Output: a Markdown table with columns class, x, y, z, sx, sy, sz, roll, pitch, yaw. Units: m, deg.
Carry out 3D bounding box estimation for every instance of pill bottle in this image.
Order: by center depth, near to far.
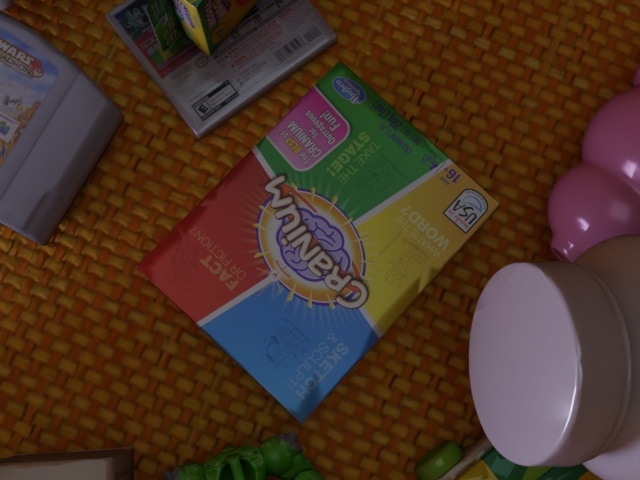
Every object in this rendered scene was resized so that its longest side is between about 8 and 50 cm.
| class | x | y | z | sx | sy | sz | roll | pitch | yaw |
| --- | --- | --- | --- | --- | --- | --- | --- | --- | --- |
| pill bottle | 0.358 | 0.111 | 0.778 | 0.408 | 0.229 | 0.229 | 2 | 80 | -18 |

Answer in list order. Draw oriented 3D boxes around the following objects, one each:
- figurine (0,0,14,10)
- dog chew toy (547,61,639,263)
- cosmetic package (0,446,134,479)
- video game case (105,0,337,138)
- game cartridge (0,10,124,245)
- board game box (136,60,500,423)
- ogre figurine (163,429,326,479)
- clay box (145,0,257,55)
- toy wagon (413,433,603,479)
| class | x | y | z | sx | sy | sz | roll | pitch | yaw |
| --- | --- | --- | --- | --- | --- | --- | --- | --- | --- |
| figurine | -0.347 | -0.377 | 0.849 | 0.215 | 0.092 | 0.209 | 39 | 108 | -4 |
| dog chew toy | 0.374 | -0.095 | 0.884 | 0.332 | 0.206 | 0.206 | -43 | 84 | 0 |
| cosmetic package | -0.246 | 0.355 | 0.805 | 0.129 | 0.153 | 0.296 | -3 | 82 | -4 |
| video game case | -0.114 | -0.245 | 0.976 | 0.201 | 0.023 | 0.183 | -37 | 84 | -6 |
| game cartridge | -0.377 | -0.152 | 0.904 | 0.297 | 0.062 | 0.198 | 30 | 89 | -8 |
| board game box | 0.000 | 0.000 | 0.916 | 0.242 | 0.064 | 0.316 | 42 | 81 | 5 |
| ogre figurine | -0.074 | 0.266 | 0.854 | 0.197 | 0.097 | 0.118 | -14 | 93 | 7 |
| clay box | -0.092 | -0.294 | 0.907 | 0.053 | 0.127 | 0.222 | 38 | 82 | 5 |
| toy wagon | 0.213 | 0.316 | 0.867 | 0.344 | 0.068 | 0.267 | -36 | 83 | -8 |
